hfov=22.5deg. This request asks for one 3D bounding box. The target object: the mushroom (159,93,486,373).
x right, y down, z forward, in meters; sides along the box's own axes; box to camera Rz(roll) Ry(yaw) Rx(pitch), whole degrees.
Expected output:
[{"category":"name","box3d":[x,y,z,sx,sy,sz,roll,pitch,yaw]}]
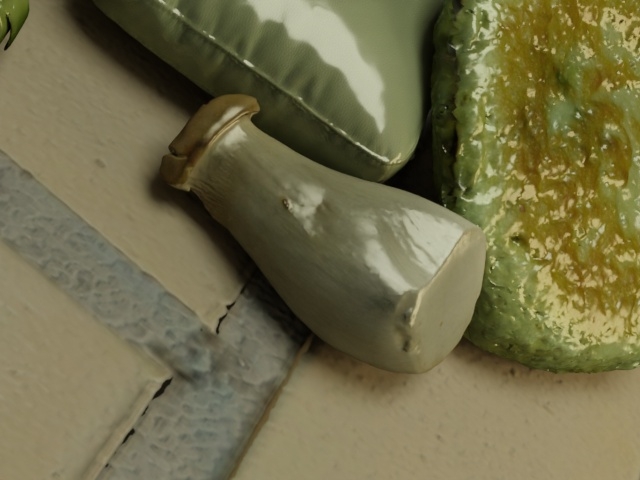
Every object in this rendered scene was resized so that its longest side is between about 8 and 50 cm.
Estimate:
[{"category":"mushroom","box3d":[0.000,0.000,1.036,0.225,0.093,0.116,27,75,1]}]

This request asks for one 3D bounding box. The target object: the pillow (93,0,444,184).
[{"category":"pillow","box3d":[-0.003,-0.200,1.155,0.255,0.120,0.322,36,45,-10]}]

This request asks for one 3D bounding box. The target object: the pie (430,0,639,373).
[{"category":"pie","box3d":[0.190,-0.059,1.157,0.323,0.070,0.323,2,87,-36]}]

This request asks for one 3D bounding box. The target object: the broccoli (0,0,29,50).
[{"category":"broccoli","box3d":[-0.152,-0.253,1.013,0.177,0.199,0.274,48,34,-54]}]
